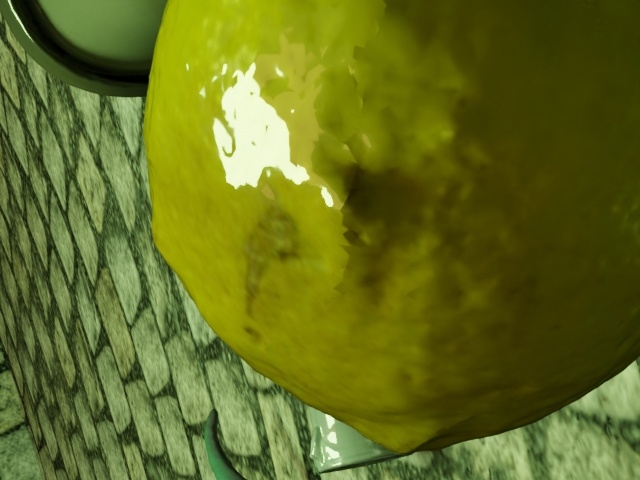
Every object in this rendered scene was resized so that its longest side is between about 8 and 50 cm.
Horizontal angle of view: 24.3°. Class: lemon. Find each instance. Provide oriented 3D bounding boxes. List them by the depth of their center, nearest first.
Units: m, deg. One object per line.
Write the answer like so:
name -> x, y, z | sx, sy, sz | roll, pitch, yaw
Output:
lemon -> 0.046, -0.044, 0.575 | 0.288, 0.233, 0.233 | 101, 148, -43

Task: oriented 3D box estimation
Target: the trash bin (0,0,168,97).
trash bin -> -0.039, -0.217, 0.707 | 0.250, 0.219, 0.220 | -32, 76, 63

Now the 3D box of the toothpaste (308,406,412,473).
toothpaste -> 0.000, 0.000, 0.983 | 0.114, 0.073, 0.299 | 139, 121, -69

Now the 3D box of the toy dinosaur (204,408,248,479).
toy dinosaur -> 0.029, 0.293, 1.097 | 0.331, 0.129, 0.383 | -25, 80, 59
